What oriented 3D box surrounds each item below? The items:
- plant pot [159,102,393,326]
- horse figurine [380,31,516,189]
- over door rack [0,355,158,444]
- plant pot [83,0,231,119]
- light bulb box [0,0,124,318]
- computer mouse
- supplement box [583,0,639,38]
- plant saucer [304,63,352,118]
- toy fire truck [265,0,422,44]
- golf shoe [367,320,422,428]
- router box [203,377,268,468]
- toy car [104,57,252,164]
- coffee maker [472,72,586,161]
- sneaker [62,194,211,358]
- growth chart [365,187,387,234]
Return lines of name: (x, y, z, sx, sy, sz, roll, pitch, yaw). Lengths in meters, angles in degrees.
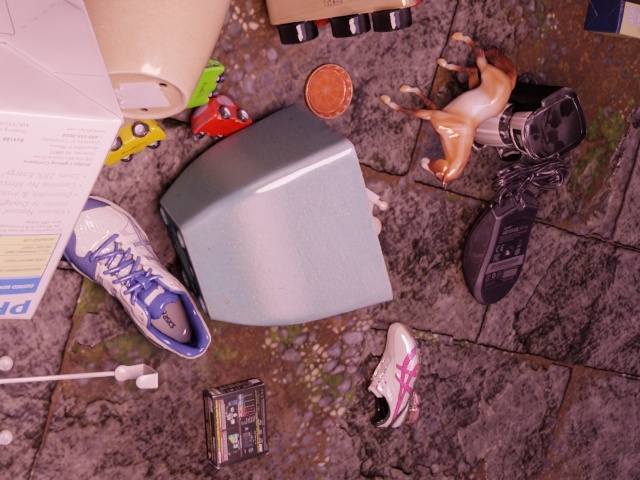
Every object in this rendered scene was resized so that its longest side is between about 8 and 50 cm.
plant pot: (-0.080, -0.016, 1.666, 0.252, 0.248, 0.247, -22, 115, -12)
horse figurine: (0.224, -0.224, 1.871, 0.263, 0.174, 0.066, -41, 159, -19)
over door rack: (-0.391, 0.285, 1.620, 0.324, 0.108, 0.239, 1, 101, -11)
plant pot: (-0.216, -0.299, 1.459, 0.256, 0.256, 0.274, 15, 65, -34)
light bulb box: (-0.464, -0.101, 1.333, 0.358, 0.225, 0.361, 2, 140, -33)
computer mouse: (0.307, -0.021, 1.998, 0.188, 0.072, 0.272, -8, 123, -43)
supplement box: (0.522, -0.386, 2.059, 0.083, 0.083, 0.056, 5, 99, -32)
plant saucer: (0.011, -0.230, 1.821, 0.083, 0.013, 0.083, -8, 105, -31)
toy fire truck: (0.048, -0.400, 1.726, 0.246, 0.217, 0.158, -54, 135, -62)
golf shoe: (0.122, 0.227, 1.966, 0.086, 0.067, 0.186, -9, 106, -28)
router box: (-0.132, 0.284, 1.839, 0.092, 0.038, 0.122, -11, 106, -30)
toy car: (-0.185, -0.193, 1.614, 0.239, 0.225, 0.053, -17, 72, -27)
coffee maker: (0.345, -0.213, 1.934, 0.120, 0.178, 0.171, 43, 78, -32)
sneaker: (-0.253, 0.049, 1.655, 0.112, 0.131, 0.296, -48, 120, -11)
growth chart: (0.000, 0.000, 1.864, 0.172, 0.021, 0.237, 40, 80, -33)
